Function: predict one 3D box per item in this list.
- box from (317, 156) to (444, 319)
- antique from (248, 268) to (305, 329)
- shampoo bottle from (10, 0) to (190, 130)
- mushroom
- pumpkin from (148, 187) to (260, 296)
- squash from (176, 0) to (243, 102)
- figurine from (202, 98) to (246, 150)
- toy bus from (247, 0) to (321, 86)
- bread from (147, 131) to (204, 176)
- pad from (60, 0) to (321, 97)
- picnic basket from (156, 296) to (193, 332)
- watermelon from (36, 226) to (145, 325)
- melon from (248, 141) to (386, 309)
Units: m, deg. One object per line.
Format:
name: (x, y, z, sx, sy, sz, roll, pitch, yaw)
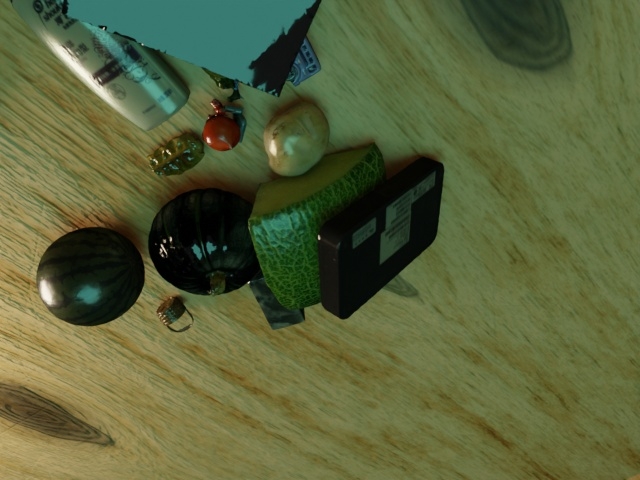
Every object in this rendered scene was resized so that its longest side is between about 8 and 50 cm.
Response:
box: (0.129, -0.011, 1.141, 0.350, 0.058, 0.211, -37, 138, -36)
antique: (-0.099, 0.121, 1.340, 0.086, 0.088, 0.183, -16, 129, 7)
shampoo bottle: (-0.388, -0.341, 0.956, 0.134, 0.078, 0.359, -29, 126, 20)
mushroom: (-0.046, -0.191, 1.087, 0.148, 0.112, 0.148, -35, 138, -38)
pumpkin: (-0.224, 0.017, 1.172, 0.249, 0.216, 0.250, -12, 152, -6)
squash: (-0.199, -0.379, 0.945, 0.087, 0.087, 0.332, -13, 130, 4)
figurine: (-0.174, -0.203, 1.046, 0.075, 0.140, 0.068, 14, 123, -14)
toy bus: (-0.064, -0.355, 0.984, 0.076, 0.073, 0.167, -25, 129, 10)
bread: (-0.275, -0.165, 1.118, 0.110, 0.060, 0.066, -28, 96, 14)
pad: (-0.183, -0.394, 0.881, 0.367, 0.007, 0.248, 16, 120, -21)
picnic basket: (-0.344, 0.183, 1.371, 0.072, 0.072, 0.083, -28, 113, 15)
watermelon: (-0.474, 0.076, 1.190, 0.212, 0.212, 0.212, -3, 128, -4)
melon: (0.000, 0.000, 1.209, 0.331, 0.226, 0.344, -42, 132, -28)
